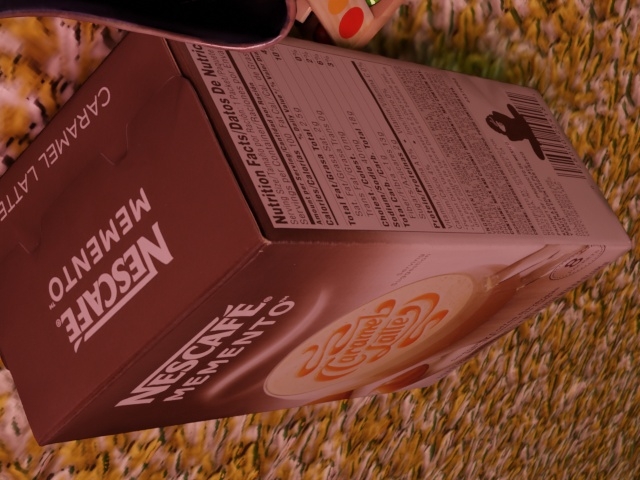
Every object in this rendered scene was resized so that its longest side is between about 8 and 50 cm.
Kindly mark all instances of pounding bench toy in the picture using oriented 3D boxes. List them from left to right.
[{"bbox_3d":[0.008,-0.121,0.475,0.083,0.052,0.065,-49,145,-6],"label":"pounding bench toy"}]

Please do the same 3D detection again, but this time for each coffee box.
[{"bbox_3d":[0.000,0.000,0.488,0.246,0.098,0.141,0,146,-49],"label":"coffee box"}]

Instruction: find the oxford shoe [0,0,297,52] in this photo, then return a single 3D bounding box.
[{"bbox_3d":[-0.108,-0.117,0.280,0.271,0.098,0.097,10,131,-42],"label":"oxford shoe"}]
